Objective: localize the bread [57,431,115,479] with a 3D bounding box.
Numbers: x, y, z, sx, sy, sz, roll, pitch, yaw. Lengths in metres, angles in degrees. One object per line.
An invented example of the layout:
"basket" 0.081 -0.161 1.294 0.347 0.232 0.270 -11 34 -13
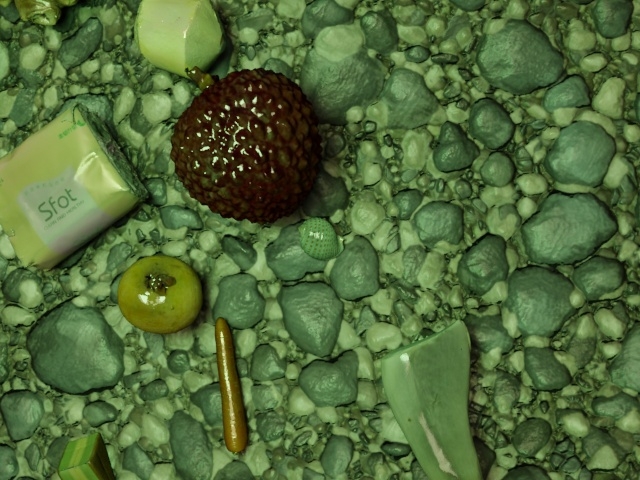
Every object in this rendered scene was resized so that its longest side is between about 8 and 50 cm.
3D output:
"bread" -0.416 0.440 1.374 0.074 0.084 0.139 -21 114 6

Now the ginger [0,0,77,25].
"ginger" -0.556 -0.508 1.413 0.270 0.123 0.218 -14 81 17

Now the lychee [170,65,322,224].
"lychee" -0.126 -0.168 1.244 0.264 0.264 0.300 -31 106 5

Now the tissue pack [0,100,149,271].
"tissue pack" -0.474 -0.096 1.368 0.257 0.123 0.215 -34 84 12

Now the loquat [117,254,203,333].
"loquat" -0.282 0.096 1.313 0.163 0.163 0.137 26 59 10

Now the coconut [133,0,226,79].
"coconut" -0.244 -0.372 1.342 0.153 0.147 0.147 18 89 8

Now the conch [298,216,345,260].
"conch" -0.002 0.000 1.323 0.085 0.056 0.076 24 102 10

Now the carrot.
"carrot" -0.164 0.260 1.335 0.043 0.043 0.247 -9 83 8

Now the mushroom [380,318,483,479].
"mushroom" 0.206 0.309 1.235 0.159 0.122 0.328 -17 84 16
